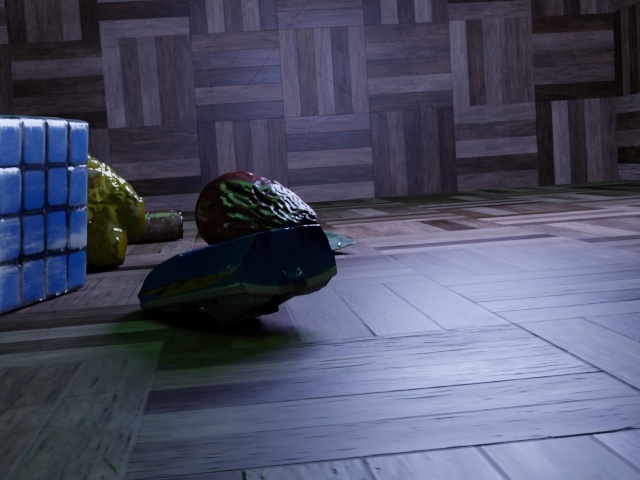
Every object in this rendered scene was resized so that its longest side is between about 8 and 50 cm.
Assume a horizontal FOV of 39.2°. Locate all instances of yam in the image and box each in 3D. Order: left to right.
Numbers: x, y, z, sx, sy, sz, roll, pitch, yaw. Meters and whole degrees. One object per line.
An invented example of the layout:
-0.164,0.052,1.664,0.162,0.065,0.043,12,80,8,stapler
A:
-0.391,-0.030,2.081,0.141,0.079,0.079,-6,6,-18,yam

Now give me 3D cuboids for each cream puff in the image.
-0.466,-0.041,1.595,0.274,0.269,0.323,-39,10,-6,cream puff

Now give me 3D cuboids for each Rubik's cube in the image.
-0.485,-0.048,1.225,0.254,0.256,0.259,4,8,11,Rubik's cube

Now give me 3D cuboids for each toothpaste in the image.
0.000,0.000,1.659,0.064,0.041,0.218,-18,12,-17,toothpaste

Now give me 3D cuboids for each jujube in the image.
-0.112,-0.036,1.594,0.236,0.168,0.168,19,18,35,jujube

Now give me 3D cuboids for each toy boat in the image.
-0.117,0.050,1.001,0.129,0.088,0.295,-9,-4,-41,toy boat
